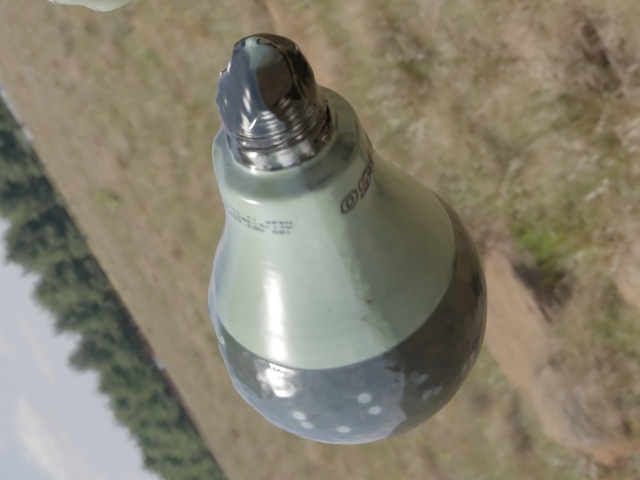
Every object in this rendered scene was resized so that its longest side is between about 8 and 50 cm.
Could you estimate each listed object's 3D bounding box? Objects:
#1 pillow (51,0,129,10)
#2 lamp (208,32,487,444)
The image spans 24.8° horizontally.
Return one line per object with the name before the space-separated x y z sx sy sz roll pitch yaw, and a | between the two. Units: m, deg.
pillow | -0.169 -0.325 1.376 0.120 0.255 0.322 42 -174 -4
lamp | 0.003 0.019 0.877 0.182 0.182 0.314 55 180 23
